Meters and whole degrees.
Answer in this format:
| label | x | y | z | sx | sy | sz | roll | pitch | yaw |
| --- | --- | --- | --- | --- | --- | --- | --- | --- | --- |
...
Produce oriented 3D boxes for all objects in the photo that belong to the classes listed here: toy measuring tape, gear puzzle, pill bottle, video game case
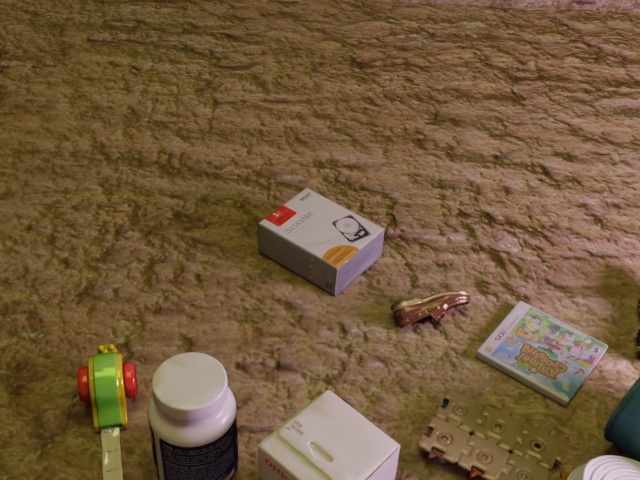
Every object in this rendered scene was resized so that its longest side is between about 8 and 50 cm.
| label | x | y | z | sx | sy | sz | roll | pitch | yaw |
| --- | --- | --- | --- | --- | --- | --- | --- | --- | --- |
| toy measuring tape | -0.398 | 0.314 | 1.724 | 0.121 | 0.121 | 0.330 | -6 | 43 | -9 |
| gear puzzle | 0.361 | 0.407 | 1.720 | 0.339 | 0.044 | 0.175 | 23 | 44 | 17 |
| pill bottle | -0.221 | 0.327 | 1.605 | 0.153 | 0.265 | 0.153 | 2 | 43 | -2 |
| video game case | 0.464 | 0.231 | 1.926 | 0.212 | 0.023 | 0.193 | 29 | 48 | 25 |

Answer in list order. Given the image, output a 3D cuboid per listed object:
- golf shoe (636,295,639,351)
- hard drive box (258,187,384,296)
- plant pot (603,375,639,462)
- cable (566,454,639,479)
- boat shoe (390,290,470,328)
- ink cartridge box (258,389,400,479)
| label | x | y | z | sx | sy | sz | roll | pitch | yaw |
| --- | --- | --- | --- | --- | --- | --- | --- | --- | --- |
| golf shoe | 0.756 | 0.161 | 1.982 | 0.120 | 0.105 | 0.273 | 23 | 50 | -1 |
| hard drive box | 0.000 | 0.000 | 2.109 | 0.232 | 0.089 | 0.181 | 28 | 47 | 26 |
| plant pot | 0.700 | 0.342 | 1.643 | 0.271 | 0.272 | 0.255 | -27 | 53 | -29 |
| cable | 0.527 | 0.476 | 1.541 | 0.257 | 0.089 | 0.257 | 40 | 39 | 19 |
| boat shoe | 0.242 | 0.150 | 1.985 | 0.178 | 0.064 | 0.060 | -11 | 74 | -12 |
| ink cartridge box | 0.012 | 0.411 | 1.548 | 0.171 | 0.233 | 0.168 | 33 | 50 | 29 |
